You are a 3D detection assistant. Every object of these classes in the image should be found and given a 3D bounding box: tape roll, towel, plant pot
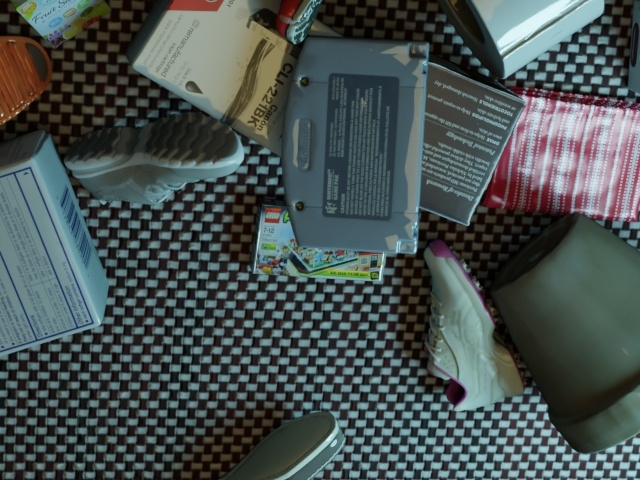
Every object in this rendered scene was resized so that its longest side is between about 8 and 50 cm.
[{"bbox_3d":[0.262,-0.374,1.899,0.169,0.246,0.246,-34,112,0],"label":"tape roll"},{"bbox_3d":[0.395,-0.132,2.125,0.274,0.031,0.199,5,108,-14],"label":"towel"},{"bbox_3d":[0.424,0.118,2.094,0.323,0.323,0.280,-41,95,4],"label":"plant pot"}]

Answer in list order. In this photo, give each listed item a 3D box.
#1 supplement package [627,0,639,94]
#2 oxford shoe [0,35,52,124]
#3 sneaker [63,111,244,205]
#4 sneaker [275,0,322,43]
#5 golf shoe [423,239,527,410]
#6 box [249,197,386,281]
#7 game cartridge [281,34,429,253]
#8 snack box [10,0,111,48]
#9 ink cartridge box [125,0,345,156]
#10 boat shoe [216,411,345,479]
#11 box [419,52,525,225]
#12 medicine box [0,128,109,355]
[{"bbox_3d":[0.603,-0.271,1.996,0.204,0.262,0.145,-4,108,-10],"label":"supplement package"},{"bbox_3d":[-0.549,-0.190,1.862,0.363,0.132,0.130,-25,105,-22],"label":"oxford shoe"},{"bbox_3d":[-0.224,-0.107,1.926,0.281,0.105,0.115,-1,134,30],"label":"sneaker"},{"bbox_3d":[-0.047,-0.376,1.840,0.118,0.279,0.107,15,138,-9],"label":"sneaker"},{"bbox_3d":[0.216,0.145,2.139,0.140,0.115,0.306,-27,111,1],"label":"golf shoe"},{"bbox_3d":[0.000,0.000,2.081,0.206,0.036,0.114,4,107,-13],"label":"box"},{"bbox_3d":[0.045,-0.134,1.877,0.198,0.062,0.297,5,102,10],"label":"game cartridge"},{"bbox_3d":[-0.356,-0.327,1.842,0.100,0.141,0.037,-35,72,0],"label":"snack box"},{"bbox_3d":[-0.110,-0.268,1.923,0.272,0.114,0.197,30,99,-20],"label":"ink cartridge box"},{"bbox_3d":[-0.085,0.398,2.160,0.324,0.116,0.097,-38,116,7],"label":"boat shoe"},{"bbox_3d":[0.168,-0.161,1.990,0.167,0.168,0.203,19,104,-17],"label":"box"},{"bbox_3d":[-0.482,0.020,1.907,0.289,0.149,0.264,-17,111,3],"label":"medicine box"}]
